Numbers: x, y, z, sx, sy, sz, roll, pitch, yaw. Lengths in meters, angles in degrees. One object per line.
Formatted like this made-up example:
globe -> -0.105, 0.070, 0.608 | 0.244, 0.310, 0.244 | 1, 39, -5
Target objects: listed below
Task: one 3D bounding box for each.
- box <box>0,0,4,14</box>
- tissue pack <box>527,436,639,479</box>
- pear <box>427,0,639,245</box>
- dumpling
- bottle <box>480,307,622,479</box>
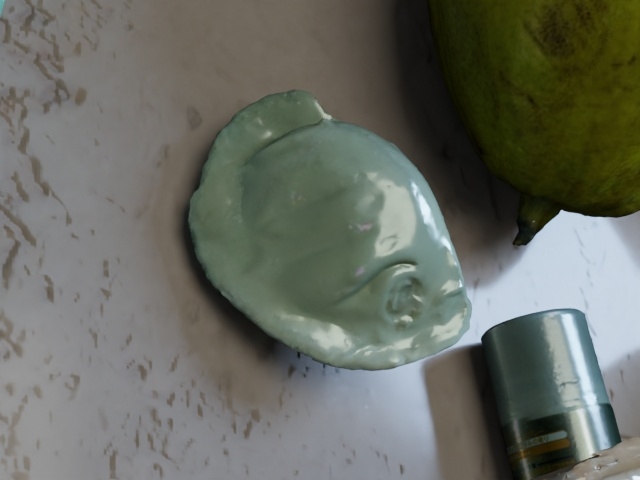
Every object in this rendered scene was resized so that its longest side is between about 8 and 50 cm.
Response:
box -> -0.290, -0.170, 0.818 | 0.205, 0.118, 0.311 | 20, 62, -25
tissue pack -> 0.087, 0.248, 0.755 | 0.239, 0.305, 0.238 | 12, 65, -27
pear -> 0.207, -0.173, 1.032 | 0.287, 0.287, 0.375 | 18, 89, -24
dumpling -> 0.008, -0.001, 0.949 | 0.219, 0.153, 0.108 | 53, 9, 16
bottle -> 0.183, 0.192, 0.973 | 0.082, 0.082, 0.286 | -3, 72, -32
